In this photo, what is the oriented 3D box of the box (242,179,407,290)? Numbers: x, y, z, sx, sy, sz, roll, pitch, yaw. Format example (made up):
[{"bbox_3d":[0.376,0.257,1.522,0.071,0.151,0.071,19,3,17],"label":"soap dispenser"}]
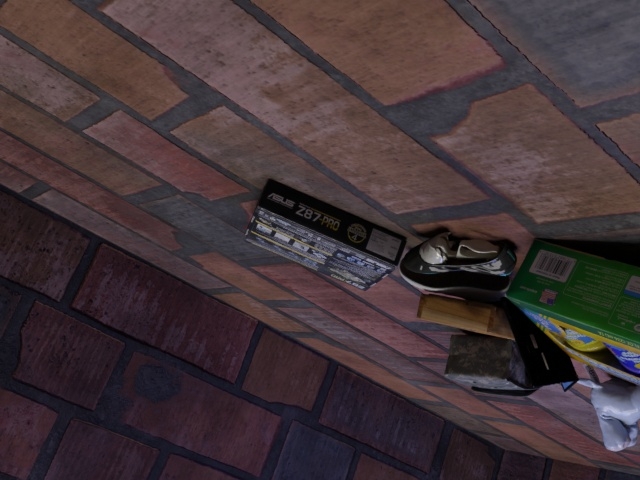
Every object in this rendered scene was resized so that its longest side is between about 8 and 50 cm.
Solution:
[{"bbox_3d":[0.000,0.000,2.054,0.395,0.097,0.318,23,159,-5],"label":"box"}]

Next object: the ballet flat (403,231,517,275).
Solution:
[{"bbox_3d":[0.325,0.025,1.804,0.280,0.095,0.096,0,144,25],"label":"ballet flat"}]

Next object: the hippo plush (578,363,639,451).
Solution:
[{"bbox_3d":[0.955,0.476,2.265,0.236,0.234,0.294,-22,94,39],"label":"hippo plush"}]

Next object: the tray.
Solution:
[{"bbox_3d":[0.440,0.214,2.044,0.203,0.076,0.411,9,173,33],"label":"tray"}]

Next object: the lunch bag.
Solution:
[{"bbox_3d":[0.583,0.420,2.484,0.235,0.169,0.287,-2,158,43],"label":"lunch bag"}]

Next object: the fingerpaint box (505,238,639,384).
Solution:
[{"bbox_3d":[0.682,0.196,1.619,0.445,0.163,0.371,20,167,48],"label":"fingerpaint box"}]

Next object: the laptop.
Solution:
[{"bbox_3d":[0.551,0.272,1.944,0.264,0.234,0.136,0,152,-35],"label":"laptop"}]

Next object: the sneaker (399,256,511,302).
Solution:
[{"bbox_3d":[0.348,0.112,1.971,0.290,0.106,0.123,13,157,20],"label":"sneaker"}]
